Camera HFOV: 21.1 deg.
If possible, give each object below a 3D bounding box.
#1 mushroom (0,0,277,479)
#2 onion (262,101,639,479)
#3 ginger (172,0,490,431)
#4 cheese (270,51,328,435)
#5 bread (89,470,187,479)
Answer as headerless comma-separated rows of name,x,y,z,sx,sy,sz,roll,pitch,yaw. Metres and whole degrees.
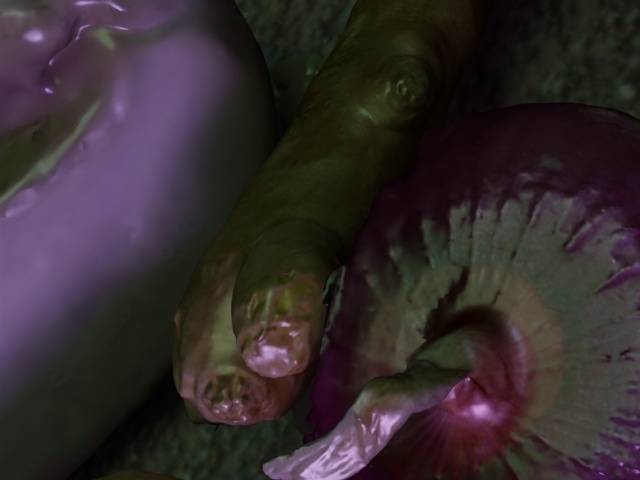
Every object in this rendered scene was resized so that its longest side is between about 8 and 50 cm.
mushroom,-0.212,-0.019,0.862,0.397,0.224,0.313,-38,37,5
onion,0.097,0.058,0.639,0.201,0.200,0.207,0,52,32
ginger,0.015,-0.045,0.743,0.118,0.065,0.298,-39,21,52
cheese,0.000,0.000,0.802,0.065,0.043,0.194,-22,59,21
bread,-0.070,0.217,0.689,0.244,0.134,0.244,-11,65,26
